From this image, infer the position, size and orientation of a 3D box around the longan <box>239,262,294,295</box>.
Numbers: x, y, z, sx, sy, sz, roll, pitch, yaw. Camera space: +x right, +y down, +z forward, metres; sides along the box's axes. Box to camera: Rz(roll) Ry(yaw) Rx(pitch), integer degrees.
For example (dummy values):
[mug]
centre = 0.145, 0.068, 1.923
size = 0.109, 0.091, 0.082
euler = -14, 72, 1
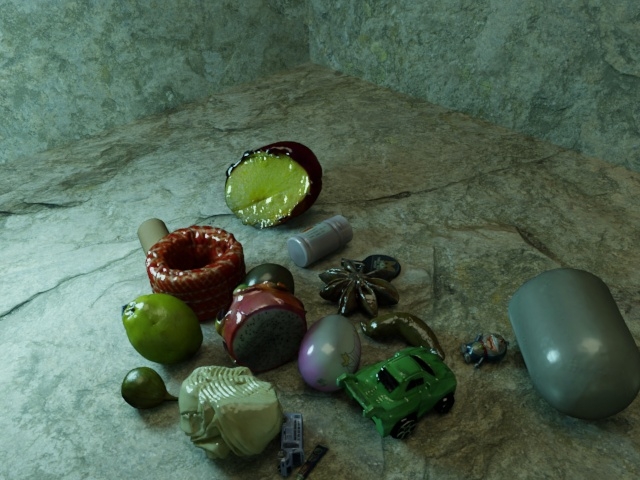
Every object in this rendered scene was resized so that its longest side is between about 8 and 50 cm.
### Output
[longan]
centre = -0.182, 0.171, 1.985
size = 0.198, 0.198, 0.212
euler = 28, 20, 33

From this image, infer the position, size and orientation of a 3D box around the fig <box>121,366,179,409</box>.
[fig]
centre = -0.473, 0.451, 1.698
size = 0.236, 0.124, 0.124
euler = 17, 33, -16

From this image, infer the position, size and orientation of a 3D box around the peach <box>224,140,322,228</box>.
[peach]
centre = -0.205, -0.236, 2.438
size = 0.416, 0.340, 0.353
euler = -20, 3, -24

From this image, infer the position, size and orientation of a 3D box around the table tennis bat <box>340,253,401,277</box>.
[table tennis bat]
centre = 0.195, 0.099, 2.220
size = 0.236, 0.027, 0.150
euler = 7, 37, 7

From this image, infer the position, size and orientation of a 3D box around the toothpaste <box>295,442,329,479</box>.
[toothpaste]
centre = -0.026, 0.599, 1.535
size = 0.037, 0.021, 0.140
euler = 11, 34, 33

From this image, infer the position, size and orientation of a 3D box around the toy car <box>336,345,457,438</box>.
[toy car]
centre = 0.226, 0.422, 1.645
size = 0.358, 0.177, 0.213
euler = -20, 41, -25

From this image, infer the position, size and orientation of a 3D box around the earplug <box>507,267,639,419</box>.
[earplug]
centre = 0.752, 0.324, 1.675
size = 0.312, 0.313, 0.394
euler = 1, 39, 1

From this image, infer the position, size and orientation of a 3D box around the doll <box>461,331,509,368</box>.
[doll]
centre = 0.532, 0.346, 1.827
size = 0.151, 0.086, 0.114
euler = -12, 60, 1

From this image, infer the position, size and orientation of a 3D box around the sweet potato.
[sweet potato]
centre = 0.279, 0.298, 1.883
size = 0.309, 0.098, 0.124
euler = 18, 62, 21

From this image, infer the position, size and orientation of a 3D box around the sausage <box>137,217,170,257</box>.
[sausage]
centre = -0.639, 0.022, 2.250
size = 0.123, 0.123, 0.253
euler = -17, 40, -21

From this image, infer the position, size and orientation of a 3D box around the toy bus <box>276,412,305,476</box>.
[toy bus]
centre = -0.080, 0.553, 1.549
size = 0.076, 0.073, 0.167
euler = -2, 35, -1

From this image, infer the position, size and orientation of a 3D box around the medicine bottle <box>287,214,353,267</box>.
[medicine bottle]
centre = 0.000, 0.000, 2.264
size = 0.249, 0.134, 0.133
euler = -27, 44, -31

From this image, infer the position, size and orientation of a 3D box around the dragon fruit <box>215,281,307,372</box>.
[dragon fruit]
centre = -0.188, 0.252, 1.799
size = 0.290, 0.291, 0.189
euler = -17, 39, -22

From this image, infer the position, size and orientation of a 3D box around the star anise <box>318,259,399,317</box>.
[star anise]
centre = 0.136, 0.164, 2.062
size = 0.314, 0.108, 0.315
euler = -2, 33, 1

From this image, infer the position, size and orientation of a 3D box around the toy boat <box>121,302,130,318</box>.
[toy boat]
centre = -0.624, 0.293, 1.940
size = 0.080, 0.046, 0.229
euler = -18, 40, -24

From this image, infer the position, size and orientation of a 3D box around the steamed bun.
[steamed bun]
centre = -0.239, 0.481, 1.554
size = 0.288, 0.204, 0.276
euler = 6, 11, 7

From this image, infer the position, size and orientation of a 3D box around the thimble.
[thimble]
centre = -0.439, 0.112, 2.035
size = 0.349, 0.231, 0.350
euler = 0, 38, 0

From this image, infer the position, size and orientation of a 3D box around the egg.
[egg]
centre = 0.035, 0.340, 1.750
size = 0.196, 0.197, 0.271
euler = 14, 27, 19

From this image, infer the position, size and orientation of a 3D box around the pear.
[pear]
centre = -0.495, 0.279, 1.797
size = 0.212, 0.269, 0.213
euler = -33, 32, 23
